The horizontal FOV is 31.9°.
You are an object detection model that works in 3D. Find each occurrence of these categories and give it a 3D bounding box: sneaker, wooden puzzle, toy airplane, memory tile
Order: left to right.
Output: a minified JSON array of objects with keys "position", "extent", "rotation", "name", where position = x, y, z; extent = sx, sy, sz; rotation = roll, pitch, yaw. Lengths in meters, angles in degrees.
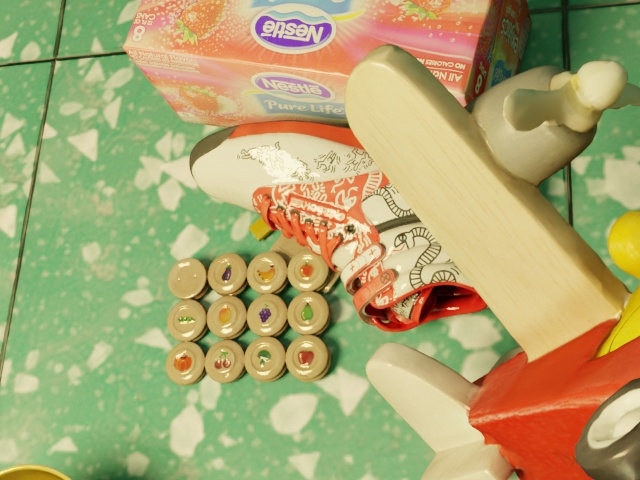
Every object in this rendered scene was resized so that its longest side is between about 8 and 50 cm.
[{"position":[-0.062,0.064,0.936],"extent":[0.148,0.012,0.113],"rotation":[-5,71,19],"name":"memory tile"},{"position":[0.000,0.000,0.950],"extent":[0.116,0.014,0.078],"rotation":[40,88,26],"name":"wooden puzzle"},{"position":[0.015,-0.009,0.884],"extent":[0.270,0.090,0.145],"rotation":[4,63,9],"name":"sneaker"},{"position":[0.204,0.072,0.685],"extent":[0.384,0.386,0.272],"rotation":[30,68,36],"name":"toy airplane"}]

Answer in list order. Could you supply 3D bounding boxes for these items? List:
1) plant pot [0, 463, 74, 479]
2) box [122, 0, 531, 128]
[{"position":[-0.211,0.249,0.868],"extent":[0.134,0.095,0.134],"rotation":[-6,68,15],"name":"plant pot"},{"position":[0.009,-0.173,0.943],"extent":[0.299,0.142,0.154],"rotation":[12,74,21],"name":"box"}]
